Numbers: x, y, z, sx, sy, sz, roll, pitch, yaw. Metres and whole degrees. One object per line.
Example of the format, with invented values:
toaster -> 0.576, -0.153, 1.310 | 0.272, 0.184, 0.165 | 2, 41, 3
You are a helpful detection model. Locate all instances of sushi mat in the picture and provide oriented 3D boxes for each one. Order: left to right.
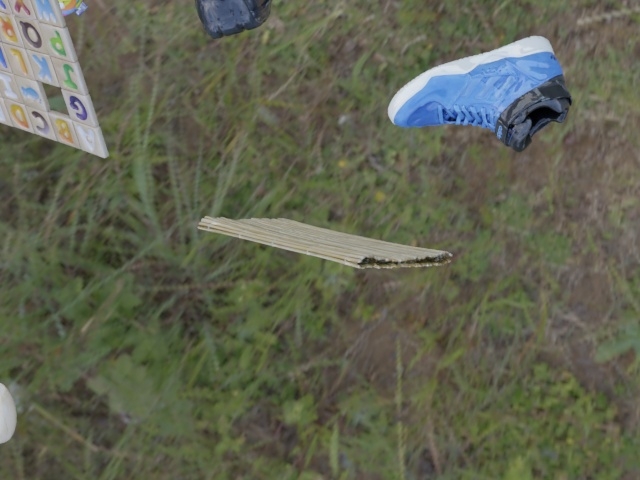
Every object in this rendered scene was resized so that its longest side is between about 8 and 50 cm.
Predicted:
sushi mat -> 0.000, 0.000, 1.590 | 0.317, 0.151, 0.019 | 13, 100, 47

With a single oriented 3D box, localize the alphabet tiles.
alphabet tiles -> -0.336, -0.198, 1.378 | 0.237, 0.009, 0.198 | 19, 137, 35

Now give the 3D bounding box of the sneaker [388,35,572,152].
sneaker -> 0.139, -0.110, 1.088 | 0.152, 0.084, 0.058 | -19, 157, -1

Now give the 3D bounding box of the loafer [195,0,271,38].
loafer -> -0.073, -0.246, 1.144 | 0.076, 0.223, 0.078 | -12, 112, 9

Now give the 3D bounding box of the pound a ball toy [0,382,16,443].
pound a ball toy -> -0.503, 0.301, 1.464 | 0.319, 0.208, 0.135 | -11, 128, 0

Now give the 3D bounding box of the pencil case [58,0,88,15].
pencil case -> -0.349, -0.387, 1.726 | 0.104, 0.104, 0.236 | 36, 152, -4
